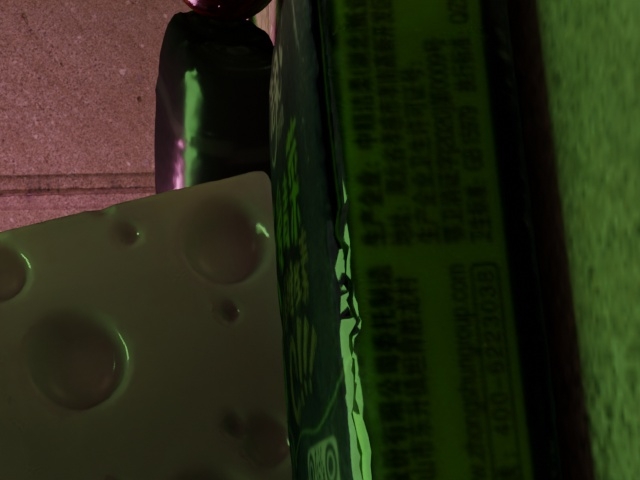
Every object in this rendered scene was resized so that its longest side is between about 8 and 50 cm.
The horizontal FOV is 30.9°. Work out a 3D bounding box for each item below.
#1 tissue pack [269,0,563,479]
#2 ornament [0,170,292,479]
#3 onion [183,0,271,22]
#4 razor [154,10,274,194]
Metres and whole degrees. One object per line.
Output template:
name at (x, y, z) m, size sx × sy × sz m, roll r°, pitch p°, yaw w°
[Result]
tissue pack at (0.024, 0.022, 0.412) m, size 0.173 × 0.073 × 0.235 m, roll 116°, pitch 152°, yaw -72°
ornament at (-0.118, 0.135, 0.641) m, size 0.239 × 0.240 × 0.240 m, roll 110°, pitch 144°, yaw -70°
onion at (-0.082, -0.244, 1.001) m, size 0.117 × 0.118 × 0.118 m, roll 51°, pitch -160°, yaw -41°
razor at (-0.093, -0.029, 1.076) m, size 0.204 × 0.113 × 0.349 m, roll -118°, pitch 27°, yaw -62°
